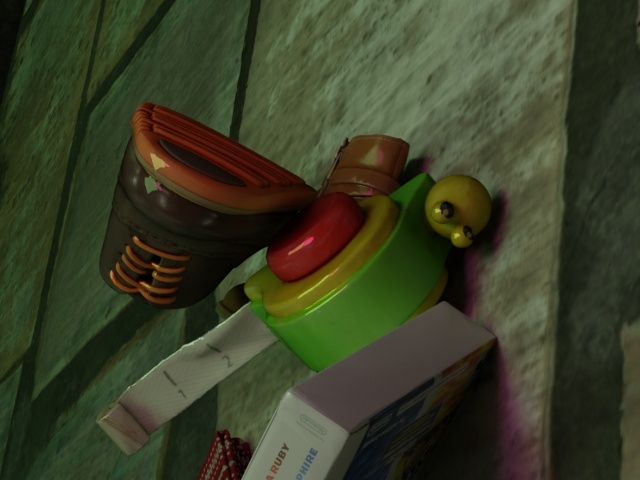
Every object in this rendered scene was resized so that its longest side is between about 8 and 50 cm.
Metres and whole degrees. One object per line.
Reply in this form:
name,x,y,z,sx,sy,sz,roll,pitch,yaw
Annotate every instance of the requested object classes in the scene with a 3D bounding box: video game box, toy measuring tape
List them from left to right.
toy measuring tape,-0.026,0.063,1.101,0.330,0.121,0.121,-35,34,20
video game box,0.007,0.141,0.972,0.205,0.048,0.187,-23,-34,-60

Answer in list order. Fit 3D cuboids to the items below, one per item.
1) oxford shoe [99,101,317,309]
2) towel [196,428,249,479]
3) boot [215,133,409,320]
oxford shoe,-0.088,-0.008,1.182,0.132,0.130,0.364,-61,-1,0
towel,-0.081,0.289,1.273,0.275,0.031,0.198,-112,42,-64
boot,0.000,0.000,1.248,0.197,0.073,0.152,0,74,57
